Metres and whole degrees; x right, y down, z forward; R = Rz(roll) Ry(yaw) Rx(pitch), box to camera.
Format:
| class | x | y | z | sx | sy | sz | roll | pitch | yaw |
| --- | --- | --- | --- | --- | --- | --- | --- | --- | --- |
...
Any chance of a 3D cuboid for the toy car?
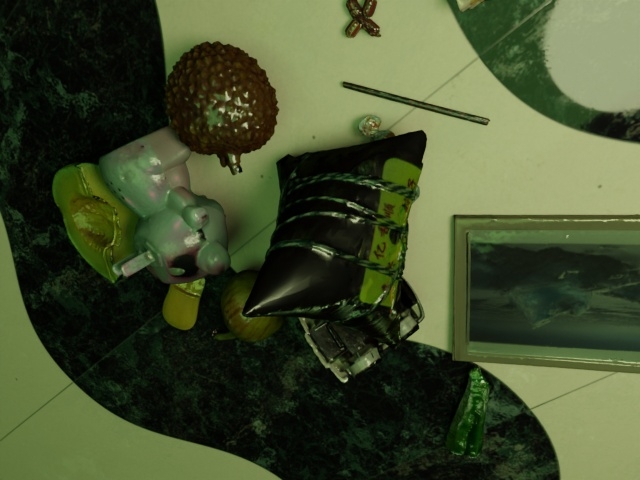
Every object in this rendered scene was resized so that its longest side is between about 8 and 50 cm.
| class | x | y | z | sx | sy | sz | roll | pitch | yaw |
| --- | --- | --- | --- | --- | --- | --- | --- | --- | --- |
| toy car | 0.079 | 0.163 | 1.020 | 0.235 | 0.158 | 0.172 | -32 | 77 | -14 |

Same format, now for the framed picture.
| class | x | y | z | sx | sy | sz | roll | pitch | yaw |
| --- | --- | --- | --- | --- | --- | --- | --- | --- | --- |
| framed picture | 0.479 | 0.104 | 0.962 | 0.446 | 0.028 | 0.326 | 0 | 113 | 16 |

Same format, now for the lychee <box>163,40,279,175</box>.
| class | x | y | z | sx | sy | sz | roll | pitch | yaw |
| --- | --- | --- | --- | --- | --- | --- | --- | --- | --- |
| lychee | -0.175 | -0.235 | 0.904 | 0.200 | 0.200 | 0.238 | -8 | 92 | 19 |

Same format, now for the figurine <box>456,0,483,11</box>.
| class | x | y | z | sx | sy | sz | roll | pitch | yaw |
| --- | --- | --- | --- | --- | --- | --- | --- | --- | --- |
| figurine | 0.244 | -0.456 | 0.750 | 0.102 | 0.111 | 0.195 | -4 | 116 | 36 |

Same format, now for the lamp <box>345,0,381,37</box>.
| class | x | y | z | sx | sy | sz | roll | pitch | yaw |
| --- | --- | --- | --- | --- | --- | --- | --- | --- | --- |
| lamp | 0.072 | -0.388 | 0.858 | 0.063 | 0.031 | 0.083 | 4 | 110 | 13 |

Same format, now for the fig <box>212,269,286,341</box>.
| class | x | y | z | sx | sy | sz | roll | pitch | yaw |
| --- | --- | --- | --- | --- | --- | --- | --- | --- | --- |
| fig | -0.179 | 0.181 | 1.117 | 0.151 | 0.151 | 0.259 | 39 | 121 | -4 |

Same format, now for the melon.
| class | x | y | z | sx | sy | sz | roll | pitch | yaw |
| --- | --- | --- | --- | --- | --- | --- | --- | --- | --- |
| melon | -0.477 | -0.061 | 1.111 | 0.169 | 0.129 | 0.265 | 11 | 121 | 35 |

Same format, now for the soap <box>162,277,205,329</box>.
| class | x | y | z | sx | sy | sz | roll | pitch | yaw |
| --- | --- | --- | --- | --- | --- | --- | --- | --- | --- |
| soap | -0.326 | 0.140 | 1.197 | 0.089 | 0.033 | 0.168 | 20 | 116 | 3 |

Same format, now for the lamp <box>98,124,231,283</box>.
| class | x | y | z | sx | sy | sz | roll | pitch | yaw |
| --- | --- | --- | --- | --- | --- | --- | --- | --- | --- |
| lamp | -0.315 | -0.046 | 0.994 | 0.247 | 0.247 | 0.301 | -3 | 118 | 48 |

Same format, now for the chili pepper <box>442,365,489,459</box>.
| class | x | y | z | sx | sy | sz | roll | pitch | yaw |
| --- | --- | --- | --- | --- | --- | --- | --- | --- | --- |
| chili pepper | 0.324 | 0.368 | 1.106 | 0.088 | 0.059 | 0.227 | 9 | 113 | 17 |

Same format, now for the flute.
| class | x | y | z | sx | sy | sz | roll | pitch | yaw |
| --- | --- | --- | --- | --- | --- | --- | --- | --- | --- |
| flute | 0.168 | -0.245 | 0.902 | 0.269 | 0.014 | 0.014 | 17 | 116 | 8 |

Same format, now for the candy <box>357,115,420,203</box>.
| class | x | y | z | sx | sy | sz | roll | pitch | yaw |
| --- | --- | --- | --- | --- | --- | --- | --- | --- | --- |
| candy | 0.131 | -0.150 | 0.937 | 0.053 | 0.046 | 0.182 | -29 | 99 | 8 |

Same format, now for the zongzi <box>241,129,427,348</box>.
| class | x | y | z | sx | sy | sz | roll | pitch | yaw |
| --- | --- | --- | --- | --- | --- | --- | --- | --- | --- |
| zongzi | 0.000 | 0.000 | 0.819 | 0.319 | 0.362 | 0.383 | -12 | 79 | 37 |
